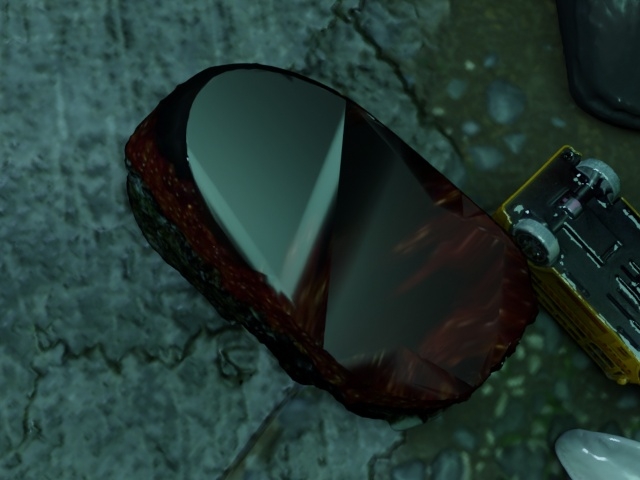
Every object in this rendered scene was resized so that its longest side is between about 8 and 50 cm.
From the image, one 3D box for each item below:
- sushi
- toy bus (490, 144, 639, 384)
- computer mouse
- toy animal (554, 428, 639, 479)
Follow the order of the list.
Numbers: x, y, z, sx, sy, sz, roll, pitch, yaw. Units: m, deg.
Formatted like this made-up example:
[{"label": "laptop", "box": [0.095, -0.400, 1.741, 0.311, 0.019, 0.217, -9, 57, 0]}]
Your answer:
[{"label": "sushi", "box": [0.000, 0.000, 0.602, 0.225, 0.126, 0.136, 40, 74, -7]}, {"label": "toy bus", "box": [0.170, 0.028, 0.650, 0.069, 0.074, 0.162, -41, 87, -22]}, {"label": "computer mouse", "box": [0.208, -0.203, 0.693, 0.137, 0.086, 0.270, -9, 83, -11]}, {"label": "toy animal", "box": [0.231, 0.178, 0.611, 0.220, 0.131, 0.104, 11, 92, -6]}]
